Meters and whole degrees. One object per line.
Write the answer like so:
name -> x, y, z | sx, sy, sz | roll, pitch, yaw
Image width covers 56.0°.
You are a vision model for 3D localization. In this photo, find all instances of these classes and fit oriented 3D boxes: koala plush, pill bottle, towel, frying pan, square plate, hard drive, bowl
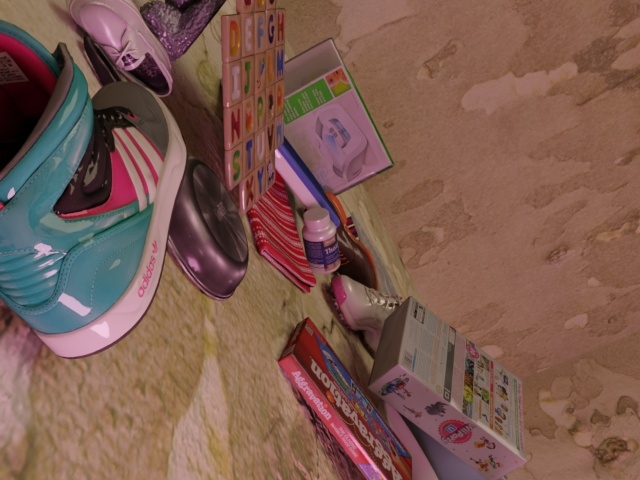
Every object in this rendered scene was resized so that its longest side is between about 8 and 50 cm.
koala plush -> -0.228, -0.400, 0.836 | 0.221, 0.203, 0.196 | 39, 9, -19
pill bottle -> 0.000, 0.000, 1.161 | 0.067, 0.067, 0.120 | -98, 179, -57
towel -> -0.087, -0.057, 1.076 | 0.199, 0.031, 0.275 | 47, 21, -55
frying pan -> -0.165, -0.083, 0.740 | 0.197, 0.053, 0.326 | 8, 61, -78
square plate -> 0.181, 0.493, 1.040 | 0.347, 0.049, 0.344 | 60, 13, -22
hard drive -> -0.081, -0.179, 1.203 | 0.319, 0.040, 0.210 | 52, 7, -30
bowl -> 0.290, 0.427, 1.393 | 0.312, 0.163, 0.312 | 59, 13, -23

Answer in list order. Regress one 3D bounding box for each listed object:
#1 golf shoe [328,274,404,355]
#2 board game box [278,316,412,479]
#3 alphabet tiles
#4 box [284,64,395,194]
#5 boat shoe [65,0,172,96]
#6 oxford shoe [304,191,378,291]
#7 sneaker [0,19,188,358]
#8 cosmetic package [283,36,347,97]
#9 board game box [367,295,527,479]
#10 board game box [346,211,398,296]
golf shoe -> 0.123, 0.146, 1.312 | 0.306, 0.140, 0.115 | 49, 21, -50
board game box -> 0.045, 0.252, 0.878 | 0.281, 0.027, 0.145 | 54, 15, -6
alphabet tiles -> -0.094, -0.227, 0.914 | 0.285, 0.011, 0.343 | -60, 155, -65
box -> 0.020, -0.247, 1.461 | 0.262, 0.231, 0.127 | 65, 12, 0
boat shoe -> -0.233, -0.232, 0.722 | 0.184, 0.066, 0.063 | 62, 5, -71
oxford shoe -> 0.040, 0.026, 1.375 | 0.271, 0.096, 0.098 | 59, 31, -5
sneaker -> -0.191, -0.082, 0.435 | 0.296, 0.123, 0.178 | -102, 172, -47
cosmetic package -> -0.020, -0.380, 1.589 | 0.225, 0.224, 0.138 | 61, 11, -16
board game box -> 0.251, 0.279, 1.163 | 0.303, 0.097, 0.224 | 37, 32, -5
board game box -> 0.185, 0.167, 1.736 | 0.390, 0.050, 0.390 | 54, 15, -52
